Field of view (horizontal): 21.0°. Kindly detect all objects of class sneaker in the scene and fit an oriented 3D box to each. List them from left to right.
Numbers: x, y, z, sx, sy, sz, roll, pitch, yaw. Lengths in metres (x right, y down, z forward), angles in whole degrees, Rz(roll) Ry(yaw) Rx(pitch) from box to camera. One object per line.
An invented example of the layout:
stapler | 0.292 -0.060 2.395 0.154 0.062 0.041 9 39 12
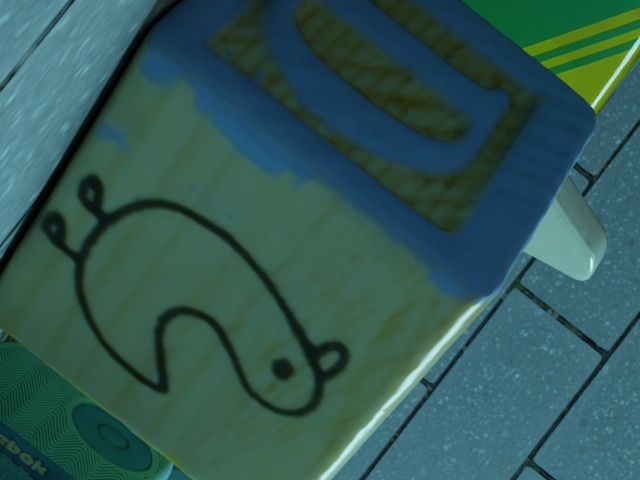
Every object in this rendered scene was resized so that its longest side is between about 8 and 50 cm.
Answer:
sneaker | -0.206 0.177 0.883 0.208 0.127 0.319 -54 170 22

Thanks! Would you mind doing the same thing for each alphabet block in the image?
alphabet block | -0.013 -0.015 0.844 0.197 0.192 0.193 -53 177 38

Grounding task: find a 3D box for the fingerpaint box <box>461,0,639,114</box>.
fingerpaint box | 0.217 -0.293 0.981 0.445 0.163 0.371 -53 176 -36

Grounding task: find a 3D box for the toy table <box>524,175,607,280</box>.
toy table | 0.086 -0.079 1.155 0.274 0.252 0.161 -40 158 -30

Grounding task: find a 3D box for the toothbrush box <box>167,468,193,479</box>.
toothbrush box | -0.158 0.256 1.124 0.295 0.126 0.216 24 115 -44

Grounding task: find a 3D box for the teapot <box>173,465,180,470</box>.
teapot | -0.082 0.072 1.278 0.256 0.187 0.252 -44 156 -24
